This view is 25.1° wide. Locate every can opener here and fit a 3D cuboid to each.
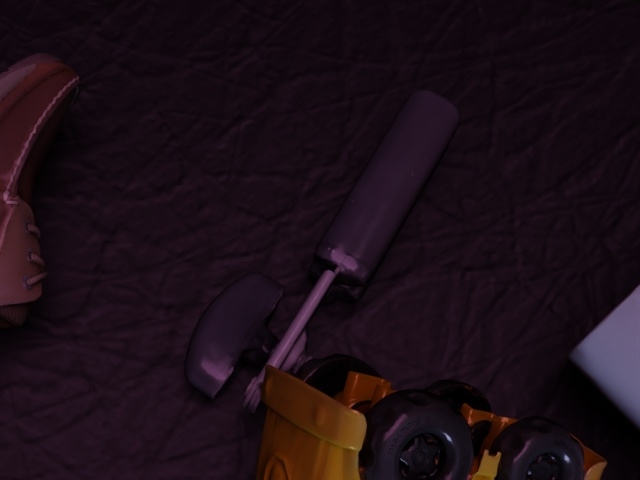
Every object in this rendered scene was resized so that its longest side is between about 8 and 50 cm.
[{"bbox_3d":[0.000,0.000,1.064,0.095,0.076,0.283,29,70,4],"label":"can opener"}]

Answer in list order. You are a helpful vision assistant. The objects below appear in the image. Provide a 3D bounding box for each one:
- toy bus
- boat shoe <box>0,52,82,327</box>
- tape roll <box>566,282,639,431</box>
[{"bbox_3d":[0.057,0.198,0.965,0.220,0.149,0.211,13,90,-27],"label":"toy bus"},{"bbox_3d":[-0.250,0.018,1.018,0.116,0.123,0.324,30,77,-2],"label":"boat shoe"},{"bbox_3d":[0.314,0.055,0.987,0.246,0.246,0.169,-42,80,-17],"label":"tape roll"}]
